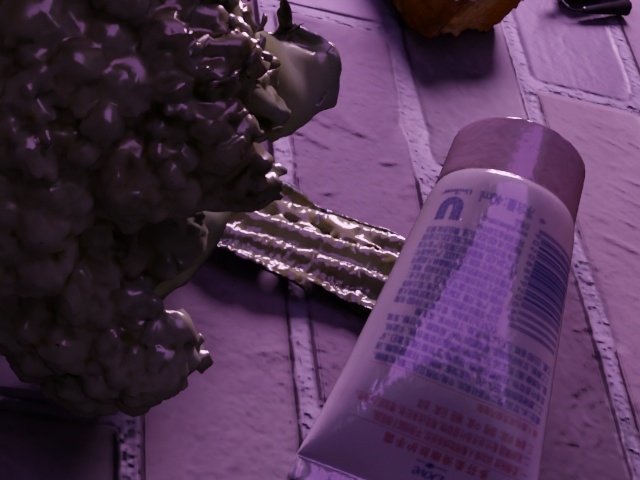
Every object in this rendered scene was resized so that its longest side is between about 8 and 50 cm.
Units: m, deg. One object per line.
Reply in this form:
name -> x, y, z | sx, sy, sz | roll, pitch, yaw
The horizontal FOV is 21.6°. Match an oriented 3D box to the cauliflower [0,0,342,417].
cauliflower -> -0.132, -0.061, 0.858 | 0.260, 0.281, 0.327 | -17, 74, 10

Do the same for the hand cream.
hand cream -> 0.084, 0.051, 0.925 | 0.133, 0.083, 0.247 | 22, 59, 0

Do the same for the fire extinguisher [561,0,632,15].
fire extinguisher -> 0.218, -0.196, 1.344 | 0.100, 0.032, 0.046 | -18, 88, -41

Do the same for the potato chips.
potato chips -> 0.000, 0.000, 0.990 | 0.208, 0.028, 0.092 | 22, 37, -3

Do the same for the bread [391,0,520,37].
bread -> 0.089, -0.218, 1.269 | 0.103, 0.065, 0.187 | -1, 43, -31
